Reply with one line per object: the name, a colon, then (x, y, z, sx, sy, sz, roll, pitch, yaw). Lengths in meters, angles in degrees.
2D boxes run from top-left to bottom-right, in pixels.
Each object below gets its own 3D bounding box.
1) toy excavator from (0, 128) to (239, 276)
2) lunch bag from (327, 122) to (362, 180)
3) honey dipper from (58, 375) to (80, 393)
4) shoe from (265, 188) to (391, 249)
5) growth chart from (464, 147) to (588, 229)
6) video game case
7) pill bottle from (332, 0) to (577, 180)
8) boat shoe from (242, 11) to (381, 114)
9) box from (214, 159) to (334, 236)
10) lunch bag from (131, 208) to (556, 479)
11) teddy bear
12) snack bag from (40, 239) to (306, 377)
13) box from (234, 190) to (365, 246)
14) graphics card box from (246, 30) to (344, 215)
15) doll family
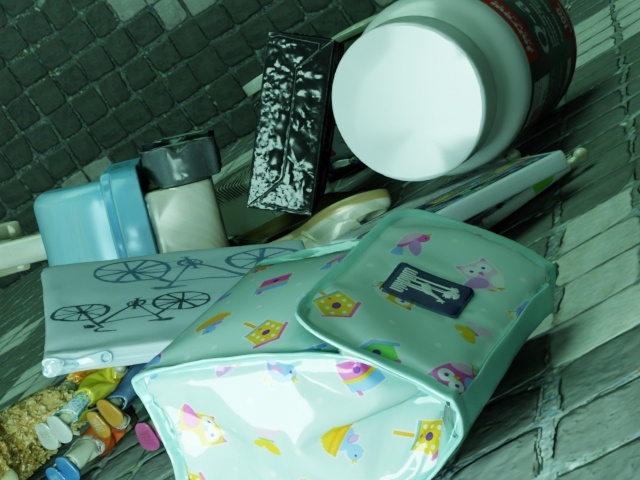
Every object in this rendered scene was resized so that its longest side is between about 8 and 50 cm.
toy excavator: (-0.345, -0.006, 2.101, 0.445, 0.222, 0.433, -13, 8, -4)
lunch bag: (0.086, -0.214, 2.412, 0.243, 0.115, 0.303, -15, 22, 47)
honey dipper: (-0.374, 0.237, 2.010, 0.030, 0.030, 0.160, -26, 15, 40)
shoe: (0.000, 0.000, 1.881, 0.219, 0.058, 0.076, -27, -8, 16)
growth chart: (0.184, -0.047, 1.598, 0.172, 0.021, 0.237, -36, 10, -6)
video game case: (0.127, -0.035, 1.495, 0.201, 0.023, 0.183, -26, 6, -18)
pill bottle: (0.158, -0.192, 1.695, 0.210, 0.210, 0.363, -29, 4, 27)
boat shoe: (0.028, -0.280, 2.353, 0.305, 0.091, 0.109, -28, 4, 2)
box: (-0.090, -0.076, 2.371, 0.113, 0.094, 0.275, -37, 10, -20)
lunch bag: (0.030, 0.087, 1.096, 0.262, 0.160, 0.223, -14, 17, 32)
teddy bear: (-0.383, 0.263, 1.765, 0.245, 0.113, 0.338, -29, 2, -11)
snack bag: (-0.141, 0.071, 1.606, 0.323, 0.037, 0.342, -6, 16, -9)
box: (-0.030, -0.028, 2.107, 0.164, 0.021, 0.201, -27, 7, -13)
graphics card box: (-0.029, -0.167, 2.028, 0.094, 0.232, 0.371, 8, 6, 3)
doll family: (-0.208, 0.157, 1.601, 0.263, 0.118, 0.163, -26, 13, 38)
